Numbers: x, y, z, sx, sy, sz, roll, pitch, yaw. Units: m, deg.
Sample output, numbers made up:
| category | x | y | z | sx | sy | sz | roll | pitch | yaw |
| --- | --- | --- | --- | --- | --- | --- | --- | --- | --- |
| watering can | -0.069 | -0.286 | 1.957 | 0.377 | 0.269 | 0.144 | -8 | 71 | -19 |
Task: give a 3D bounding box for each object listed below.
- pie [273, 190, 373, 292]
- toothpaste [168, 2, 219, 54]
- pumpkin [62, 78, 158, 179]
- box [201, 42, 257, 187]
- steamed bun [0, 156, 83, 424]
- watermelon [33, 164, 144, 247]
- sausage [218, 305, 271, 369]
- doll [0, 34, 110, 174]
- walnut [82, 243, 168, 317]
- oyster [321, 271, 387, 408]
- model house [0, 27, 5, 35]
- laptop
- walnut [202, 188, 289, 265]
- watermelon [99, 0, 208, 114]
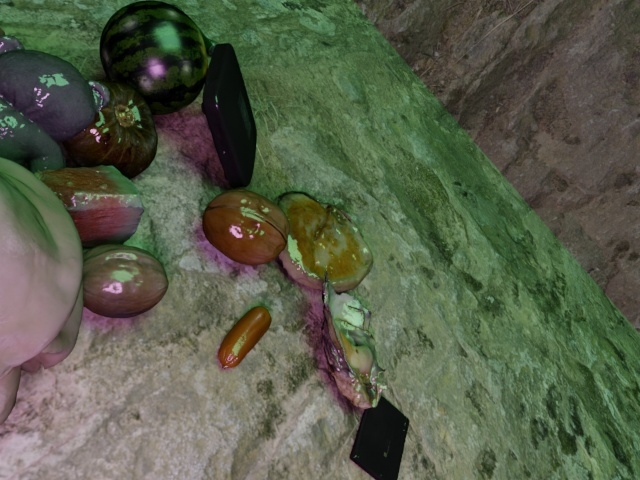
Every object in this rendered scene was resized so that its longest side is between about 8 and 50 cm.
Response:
| category | x | y | z | sx | sy | sz | roll | pitch | yaw |
| --- | --- | --- | --- | --- | --- | --- | --- | --- | --- |
| pie | 0.000 | 0.000 | 1.348 | 0.339 | 0.077 | 0.339 | 29 | 41 | -28 |
| toothpaste | -0.403 | -0.671 | 1.580 | 0.248 | 0.047 | 0.078 | 43 | 34 | -1 |
| pumpkin | -0.458 | -0.230 | 1.058 | 0.219 | 0.162 | 0.218 | 39 | 44 | -50 |
| box | -0.229 | -0.319 | 1.274 | 0.073 | 0.289 | 0.290 | -6 | 49 | 5 |
| steamed bun | -0.462 | 0.078 | 0.655 | 0.342 | 0.367 | 0.255 | 31 | 1 | 31 |
| watermelon | -0.456 | -0.055 | 0.867 | 0.257 | 0.193 | 0.139 | -14 | 68 | -47 |
| sausage | -0.156 | 0.195 | 1.042 | 0.062 | 0.054 | 0.183 | 24 | 37 | 16 |
| doll | -0.558 | -0.193 | 0.880 | 0.246 | 0.340 | 0.158 | 36 | -5 | -28 |
| walnut | -0.360 | 0.073 | 0.892 | 0.162 | 0.140 | 0.140 | 24 | 42 | -43 |
| oyster | 0.061 | 0.228 | 1.180 | 0.275 | 0.100 | 0.271 | 48 | 35 | -9 |
| model house | -0.662 | -0.267 | 0.892 | 0.181 | 0.176 | 0.248 | 25 | 53 | -26 |
| laptop | 0.143 | 0.450 | 1.133 | 0.135 | 0.016 | 0.197 | 41 | 38 | -10 |
| walnut | -0.169 | -0.029 | 1.144 | 0.207 | 0.167 | 0.167 | 28 | 42 | -21 |
| watermelon | -0.398 | -0.435 | 1.193 | 0.269 | 0.269 | 0.269 | 25 | 43 | -26 |
